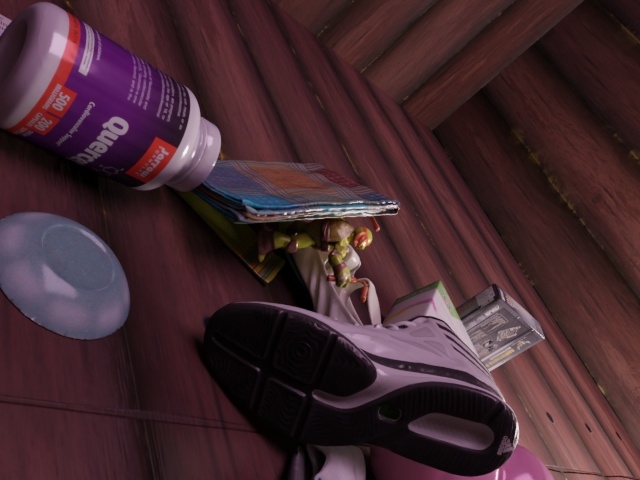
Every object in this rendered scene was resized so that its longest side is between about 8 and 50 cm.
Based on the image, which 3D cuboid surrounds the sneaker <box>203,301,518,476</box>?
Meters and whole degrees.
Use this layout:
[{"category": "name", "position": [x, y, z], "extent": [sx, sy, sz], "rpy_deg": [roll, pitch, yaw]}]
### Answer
[{"category": "sneaker", "position": [0.058, 0.187, 1.001], "extent": [0.447, 0.169, 0.257], "rpy_deg": [20, 13, 2]}]

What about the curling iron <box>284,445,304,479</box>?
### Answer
[{"category": "curling iron", "position": [-0.046, 0.336, 0.808], "extent": [0.035, 0.068, 0.274], "rpy_deg": [44, 17, -11]}]

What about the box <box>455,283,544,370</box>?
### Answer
[{"category": "box", "position": [0.368, 0.222, 1.535], "extent": [0.183, 0.231, 0.056], "rpy_deg": [37, 28, -27]}]

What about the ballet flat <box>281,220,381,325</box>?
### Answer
[{"category": "ballet flat", "position": [0.033, 0.087, 1.242], "extent": [0.139, 0.139, 0.400], "rpy_deg": [29, 30, -42]}]

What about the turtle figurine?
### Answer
[{"category": "turtle figurine", "position": [0.000, 0.000, 1.180], "extent": [0.269, 0.217, 0.087], "rpy_deg": [-87, 176, -47]}]

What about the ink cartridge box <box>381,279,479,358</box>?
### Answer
[{"category": "ink cartridge box", "position": [0.209, 0.235, 1.312], "extent": [0.207, 0.119, 0.353], "rpy_deg": [63, 21, -4]}]

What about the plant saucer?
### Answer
[{"category": "plant saucer", "position": [-0.307, 0.031, 0.819], "extent": [0.195, 0.037, 0.195], "rpy_deg": [41, 24, -23]}]

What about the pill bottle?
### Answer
[{"category": "pill bottle", "position": [-0.307, -0.189, 0.976], "extent": [0.323, 0.181, 0.181], "rpy_deg": [27, 31, -43]}]

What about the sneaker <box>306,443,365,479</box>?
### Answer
[{"category": "sneaker", "position": [0.019, 0.358, 0.885], "extent": [0.094, 0.080, 0.212], "rpy_deg": [26, 23, -23]}]

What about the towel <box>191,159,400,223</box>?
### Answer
[{"category": "towel", "position": [-0.068, -0.100, 1.201], "extent": [0.370, 0.040, 0.271], "rpy_deg": [-5, 26, -42]}]

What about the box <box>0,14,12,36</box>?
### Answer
[{"category": "box", "position": [-0.436, -0.271, 1.020], "extent": [0.324, 0.067, 0.063], "rpy_deg": [25, 32, -45]}]

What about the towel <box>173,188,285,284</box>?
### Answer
[{"category": "towel", "position": [-0.161, -0.024, 1.205], "extent": [0.237, 0.021, 0.102], "rpy_deg": [47, 21, -6]}]

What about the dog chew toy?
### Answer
[{"category": "dog chew toy", "position": [0.218, 0.383, 1.050], "extent": [0.332, 0.206, 0.207], "rpy_deg": [34, 26, -17]}]
